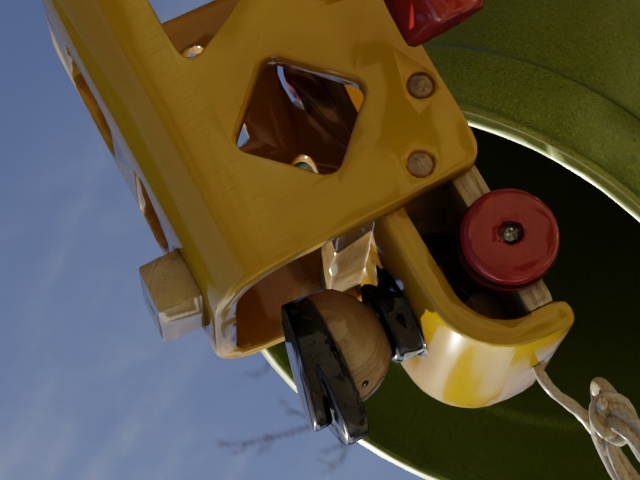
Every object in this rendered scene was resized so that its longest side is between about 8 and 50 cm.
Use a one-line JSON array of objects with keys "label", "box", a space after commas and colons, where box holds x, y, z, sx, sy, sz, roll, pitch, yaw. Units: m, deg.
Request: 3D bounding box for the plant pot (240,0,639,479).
[{"label": "plant pot", "box": [0.165, -0.060, 1.265, 0.353, 0.367, 0.366, -57, -42, -38]}]

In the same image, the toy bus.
[{"label": "toy bus", "box": [-0.006, -0.008, 0.527, 0.104, 0.202, 0.191, -26, -62, -10]}]
